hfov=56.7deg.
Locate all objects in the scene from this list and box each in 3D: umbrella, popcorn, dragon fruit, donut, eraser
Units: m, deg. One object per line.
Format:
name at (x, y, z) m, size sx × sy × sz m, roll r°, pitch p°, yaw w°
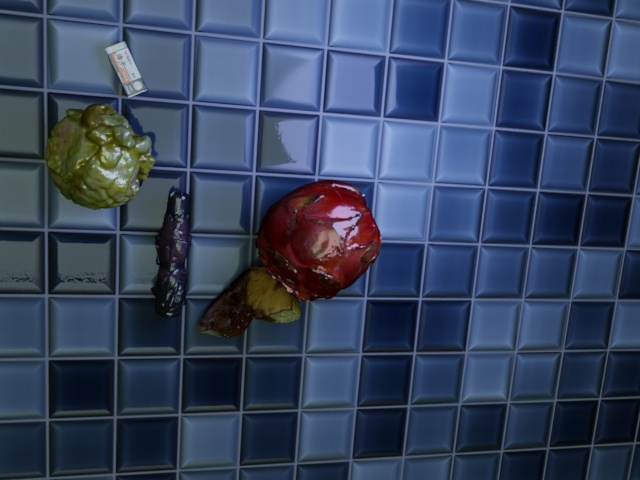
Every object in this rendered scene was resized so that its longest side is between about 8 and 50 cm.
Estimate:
umbrella at (-0.372, 0.036, 1.489) m, size 0.094 × 0.090 × 0.325 m, roll 4°, pitch 99°, yaw -11°
popcorn at (-0.493, -0.189, 1.353) m, size 0.259 × 0.212 × 0.259 m, roll -3°, pitch 82°, yaw 23°
dragon fruit at (0.000, 0.000, 1.464) m, size 0.302 × 0.295 × 0.295 m, roll -28°, pitch 106°, yaw 5°
donut at (-0.171, 0.161, 1.539) m, size 0.295 × 0.151 × 0.112 m, roll -17°, pitch 144°, yaw 24°
eraser at (-0.461, -0.405, 1.412) m, size 0.052 × 0.029 × 0.122 m, roll -24°, pitch 106°, yaw -8°
